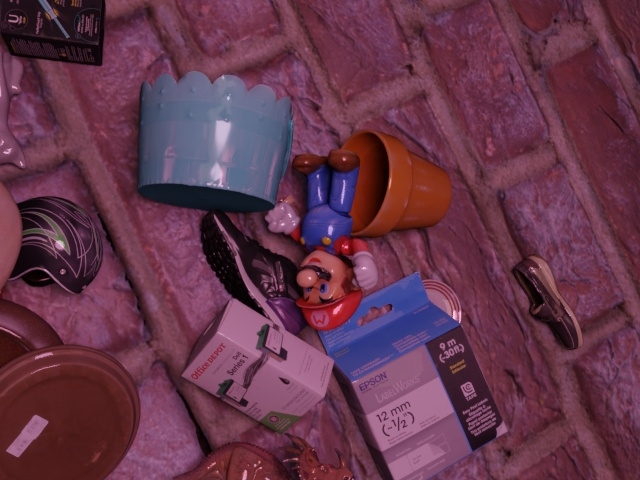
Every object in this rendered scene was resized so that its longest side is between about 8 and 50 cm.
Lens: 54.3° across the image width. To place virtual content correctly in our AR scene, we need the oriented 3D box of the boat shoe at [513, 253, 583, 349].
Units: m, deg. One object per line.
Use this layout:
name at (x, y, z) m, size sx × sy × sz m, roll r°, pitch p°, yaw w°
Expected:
boat shoe at (0.489, 0.142, 1.358) m, size 0.073 × 0.080 × 0.223 m, roll -24°, pitch 85°, yaw -12°

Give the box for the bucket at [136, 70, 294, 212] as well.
bucket at (-0.188, -0.158, 1.094) m, size 0.281 × 0.281 × 0.183 m, roll 8°, pitch 83°, yaw -16°

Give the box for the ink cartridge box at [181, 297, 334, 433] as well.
ink cartridge box at (-0.113, 0.227, 1.113) m, size 0.219 × 0.160 × 0.092 m, roll 32°, pitch 37°, yaw -10°

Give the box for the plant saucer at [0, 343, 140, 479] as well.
plant saucer at (-0.431, 0.309, 1.027) m, size 0.278 × 0.041 × 0.277 m, roll -7°, pitch 104°, yaw -30°

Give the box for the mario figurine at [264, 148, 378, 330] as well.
mario figurine at (0.000, 0.000, 1.107) m, size 0.170 × 0.198 × 0.320 m, roll 0°, pitch 87°, yaw -16°

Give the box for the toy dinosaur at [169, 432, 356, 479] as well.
toy dinosaur at (-0.105, 0.415, 1.104) m, size 0.296 × 0.127 × 0.200 m, roll 25°, pitch 88°, yaw -8°

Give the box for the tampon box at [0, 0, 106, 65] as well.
tampon box at (-0.475, -0.396, 1.121) m, size 0.161 × 0.101 × 0.120 m, roll 4°, pitch 81°, yaw -15°

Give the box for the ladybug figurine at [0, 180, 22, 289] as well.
ladybug figurine at (-0.665, 0.028, 0.886) m, size 0.449 × 0.162 × 0.305 m, roll -24°, pitch 85°, yaw -2°

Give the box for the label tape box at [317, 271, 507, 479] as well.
label tape box at (0.175, 0.268, 1.217) m, size 0.249 × 0.115 × 0.347 m, roll -24°, pitch 94°, yaw -14°

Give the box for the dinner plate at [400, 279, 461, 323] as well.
dinner plate at (0.229, 0.152, 1.307) m, size 0.141 × 0.017 × 0.141 m, roll 2°, pitch 82°, yaw -16°

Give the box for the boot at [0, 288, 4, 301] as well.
boot at (-0.626, 0.021, 1.039) m, size 0.179 × 0.085 × 0.236 m, roll -2°, pitch 84°, yaw -21°

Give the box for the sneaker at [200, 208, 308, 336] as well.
sneaker at (-0.117, 0.056, 1.188) m, size 0.124 × 0.107 × 0.283 m, roll -33°, pitch 96°, yaw -34°

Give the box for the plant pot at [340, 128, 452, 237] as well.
plant pot at (0.147, -0.100, 1.234) m, size 0.188 × 0.205 × 0.205 m, roll 8°, pitch 81°, yaw -32°

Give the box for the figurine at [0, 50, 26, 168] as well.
figurine at (-0.621, -0.215, 1.072) m, size 0.215 × 0.092 × 0.209 m, roll -5°, pitch 92°, yaw -18°

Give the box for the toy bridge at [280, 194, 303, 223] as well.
toy bridge at (-0.015, -0.012, 1.230) m, size 0.026 × 0.063 × 0.188 m, roll -43°, pitch 92°, yaw -17°

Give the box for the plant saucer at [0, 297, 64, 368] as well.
plant saucer at (-0.565, 0.244, 1.006) m, size 0.311 × 0.050 × 0.310 m, roll -2°, pitch 95°, yaw -22°

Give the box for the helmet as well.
helmet at (-0.450, 0.010, 1.048) m, size 0.162 × 0.169 × 0.169 m, roll -6°, pitch 85°, yaw -1°
